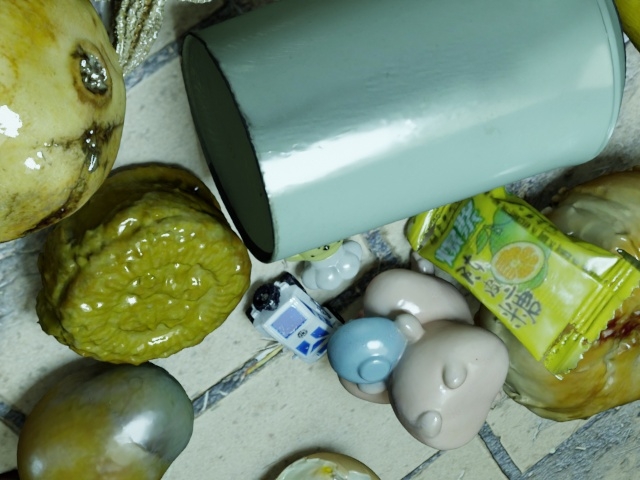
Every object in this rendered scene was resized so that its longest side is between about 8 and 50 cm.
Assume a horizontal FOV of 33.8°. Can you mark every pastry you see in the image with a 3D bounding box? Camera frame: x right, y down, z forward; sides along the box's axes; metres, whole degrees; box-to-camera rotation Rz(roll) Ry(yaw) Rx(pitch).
[{"bbox_3d":[-0.195,0.040,1.155,0.235,0.132,0.240,-44,137,4],"label":"pastry"},{"bbox_3d":[0.401,0.071,1.514,0.409,0.245,0.409,-18,132,-21],"label":"pastry"}]

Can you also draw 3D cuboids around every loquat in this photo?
[{"bbox_3d":[-0.255,0.235,1.252,0.227,0.179,0.179,-45,138,13],"label":"loquat"}]

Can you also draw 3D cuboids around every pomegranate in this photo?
[{"bbox_3d":[-0.290,-0.121,0.880,0.260,0.260,0.260,-19,134,-21],"label":"pomegranate"}]

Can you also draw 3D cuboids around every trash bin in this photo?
[{"bbox_3d":[0.099,-0.162,1.088,0.432,0.280,0.280,-21,135,-14],"label":"trash bin"}]

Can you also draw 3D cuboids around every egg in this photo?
[{"bbox_3d":[0.018,0.431,1.594,0.201,0.201,0.244,-34,150,-6],"label":"egg"}]

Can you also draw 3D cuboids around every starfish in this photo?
[{"bbox_3d":[-0.170,-0.254,0.981,0.227,0.043,0.240,17,105,-28],"label":"starfish"}]

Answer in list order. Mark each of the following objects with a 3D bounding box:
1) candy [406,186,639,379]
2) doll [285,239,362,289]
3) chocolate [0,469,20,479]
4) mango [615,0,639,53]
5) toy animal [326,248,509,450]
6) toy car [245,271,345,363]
[{"bbox_3d":[0.246,0.014,1.330,0.081,0.297,0.187,1,127,-58],"label":"candy"},{"bbox_3d":[0.000,0.000,1.310,0.106,0.062,0.162,-30,139,-3],"label":"doll"},{"bbox_3d":[-0.389,0.447,1.330,0.283,0.186,0.283,-19,135,-20],"label":"chocolate"},{"bbox_3d":[0.407,-0.318,1.151,0.220,0.301,0.445,-20,142,20],"label":"mango"},{"bbox_3d":[0.142,0.151,1.396,0.229,0.221,0.210,-26,142,-65],"label":"toy animal"},{"bbox_3d":[-0.030,0.107,1.374,0.080,0.070,0.170,-43,139,5],"label":"toy car"}]
